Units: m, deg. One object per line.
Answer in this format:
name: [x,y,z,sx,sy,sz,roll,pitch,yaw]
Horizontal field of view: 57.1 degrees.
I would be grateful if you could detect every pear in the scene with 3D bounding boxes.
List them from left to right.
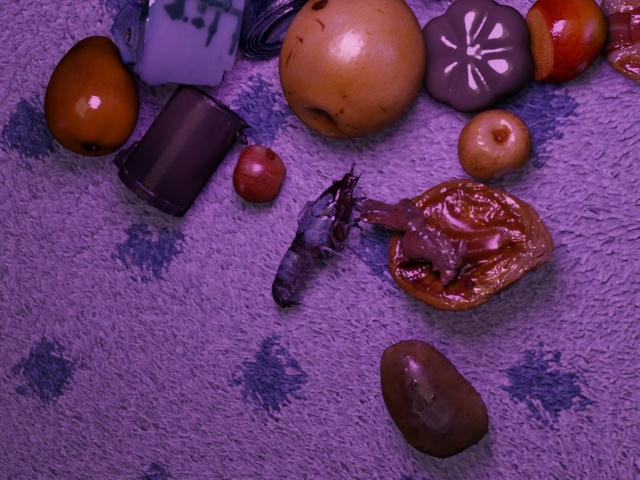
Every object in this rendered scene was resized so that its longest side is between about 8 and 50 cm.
pear: [0.072,-0.404,1.347,0.348,0.348,0.349,0,92,12]
pear: [0.402,-0.217,1.374,0.177,0.178,0.178,0,92,12]

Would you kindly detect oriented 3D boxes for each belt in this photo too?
belt: [-0.103,-0.554,1.448,0.267,0.206,0.116,-28,80,22]

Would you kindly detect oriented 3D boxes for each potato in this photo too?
potato: [0.262,0.379,1.422,0.210,0.173,0.307,-37,82,13]

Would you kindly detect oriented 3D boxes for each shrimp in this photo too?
shrimp: [0.000,-0.003,1.478,0.411,0.166,0.221,-51,55,5]

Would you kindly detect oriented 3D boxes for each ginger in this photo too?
ginger: [0.210,-0.016,1.351,0.290,0.084,0.122,40,117,35]

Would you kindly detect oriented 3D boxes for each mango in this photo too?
mango: [-0.590,-0.380,1.526,0.264,0.221,0.378,-49,41,37]

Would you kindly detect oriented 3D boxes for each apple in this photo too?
apple: [-0.157,-0.166,1.510,0.130,0.146,0.146,20,97,-12]

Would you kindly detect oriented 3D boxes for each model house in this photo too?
model house: [-0.373,-0.551,1.416,0.329,0.251,0.295,37,122,41]

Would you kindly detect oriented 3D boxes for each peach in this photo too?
peach: [0.539,-0.459,1.326,0.190,0.190,0.192,42,104,8]

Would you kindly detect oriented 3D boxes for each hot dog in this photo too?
hot dog: [0.702,-0.465,1.335,0.123,0.093,0.262,-1,77,21]

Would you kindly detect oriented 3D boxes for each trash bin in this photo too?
trash bin: [-0.353,-0.239,1.516,0.252,0.203,0.302,38,99,2]

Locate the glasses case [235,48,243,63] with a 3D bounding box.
glasses case: [-0.290,-0.545,1.568,0.196,0.050,0.083,37,102,9]

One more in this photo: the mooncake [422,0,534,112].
mooncake: [0.354,-0.429,1.368,0.274,0.135,0.275,4,98,27]

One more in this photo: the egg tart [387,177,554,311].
egg tart: [0.335,0.015,1.389,0.351,0.153,0.339,-39,57,2]
